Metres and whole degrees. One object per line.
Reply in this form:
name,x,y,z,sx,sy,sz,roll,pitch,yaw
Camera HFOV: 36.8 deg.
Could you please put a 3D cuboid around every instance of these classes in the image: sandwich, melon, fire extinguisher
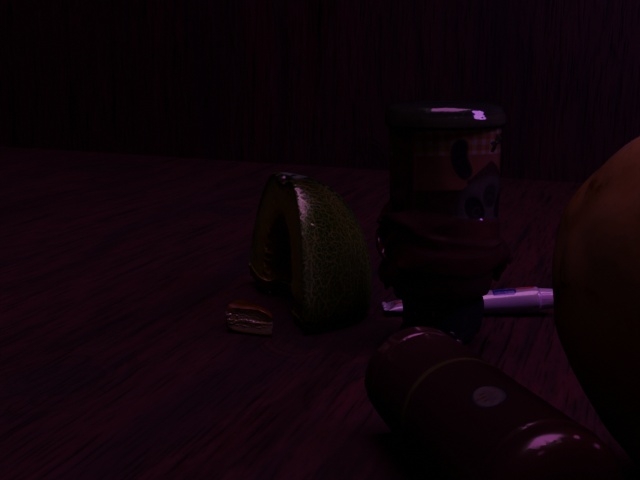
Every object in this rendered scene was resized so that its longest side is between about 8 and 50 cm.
sandwich,-0.090,0.089,1.117,0.044,0.031,0.083,-1,9,-32
melon,0.000,0.000,1.224,0.129,0.169,0.265,-1,13,-17
fire extinguisher,0.133,0.146,0.670,0.141,0.105,0.341,-3,9,-13

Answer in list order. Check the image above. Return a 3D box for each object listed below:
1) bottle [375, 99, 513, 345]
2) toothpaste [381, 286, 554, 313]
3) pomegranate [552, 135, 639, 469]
bottle,0.138,-0.017,1.058,0.156,0.271,0.143,-1,10,-2
toothpaste,0.187,0.079,1.211,0.218,0.033,0.052,-3,7,0
pomegranate,0.321,0.042,0.635,0.333,0.332,0.332,1,11,0
